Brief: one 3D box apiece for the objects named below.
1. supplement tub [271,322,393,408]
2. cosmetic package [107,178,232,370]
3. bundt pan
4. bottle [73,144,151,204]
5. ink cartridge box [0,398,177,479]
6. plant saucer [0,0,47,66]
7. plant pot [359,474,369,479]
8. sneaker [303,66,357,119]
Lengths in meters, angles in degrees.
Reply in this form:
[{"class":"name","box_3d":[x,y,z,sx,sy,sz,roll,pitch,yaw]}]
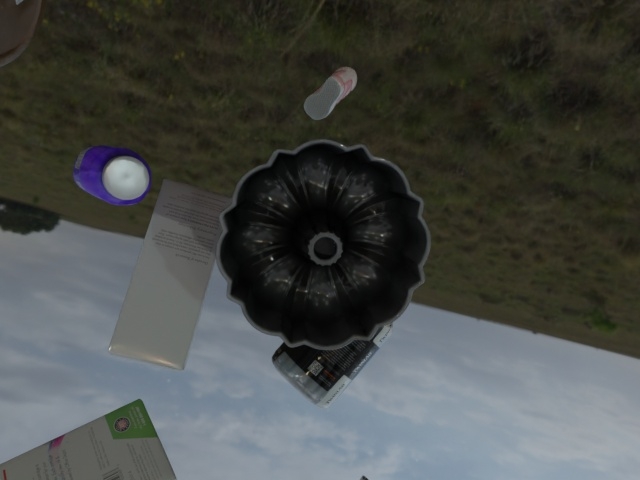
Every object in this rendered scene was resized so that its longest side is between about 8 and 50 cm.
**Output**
[{"class":"supplement tub","box_3d":[0.048,0.257,1.541,0.207,0.338,0.207,42,175,4]},{"class":"cosmetic package","box_3d":[-0.311,0.081,1.219,0.155,0.366,0.197,15,165,-10]},{"class":"bundt pan","box_3d":[0.000,0.000,0.928,0.330,0.331,0.124,15,-170,-10]},{"class":"bottle","box_3d":[-0.352,-0.112,0.988,0.118,0.092,0.282,19,179,-27]},{"class":"ink cartridge box","box_3d":[-0.423,0.441,0.953,0.353,0.119,0.207,-22,-143,-23]},{"class":"plant saucer","box_3d":[-0.602,-0.438,1.077,0.041,0.278,0.278,28,177,2]},{"class":"plant pot","box_3d":[0.076,0.515,0.678,0.333,0.305,0.334,41,167,12]},{"class":"sneaker","box_3d":[0.023,-0.275,1.077,0.051,0.070,0.134,49,150,-5]}]
